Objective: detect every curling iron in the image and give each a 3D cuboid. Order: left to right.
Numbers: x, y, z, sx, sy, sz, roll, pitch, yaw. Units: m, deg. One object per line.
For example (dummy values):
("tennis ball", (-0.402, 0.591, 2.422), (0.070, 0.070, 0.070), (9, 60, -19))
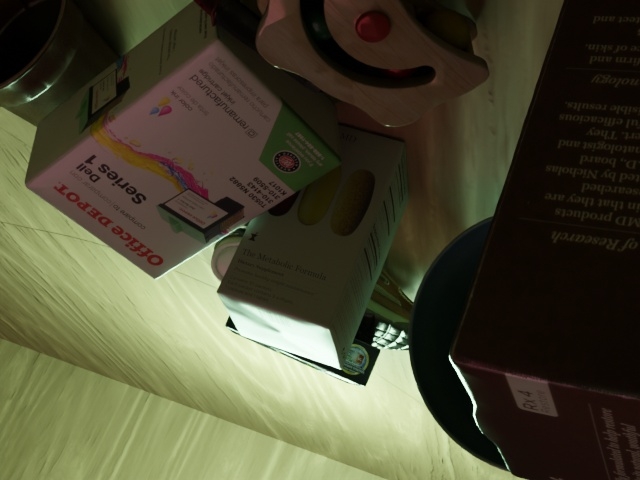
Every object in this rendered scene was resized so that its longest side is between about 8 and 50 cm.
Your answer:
("curling iron", (-0.100, -0.221, 0.834), (0.274, 0.035, 0.068), (43, -173, 10))

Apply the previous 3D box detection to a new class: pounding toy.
("pounding toy", (0.022, -0.232, 0.773), (0.269, 0.155, 0.154), (25, 130, -26))

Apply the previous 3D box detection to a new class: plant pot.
("plant pot", (-0.310, -0.198, 1.060), (0.166, 0.167, 0.165), (8, 159, 32))
("plant pot", (0.270, 0.118, 1.068), (0.290, 0.290, 0.195), (13, 179, 23))

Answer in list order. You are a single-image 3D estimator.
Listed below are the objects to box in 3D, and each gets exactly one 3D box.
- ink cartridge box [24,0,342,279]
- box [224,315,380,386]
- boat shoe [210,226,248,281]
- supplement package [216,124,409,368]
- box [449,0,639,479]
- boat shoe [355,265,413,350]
("ink cartridge box", (-0.148, -0.105, 0.984), (0.278, 0.117, 0.201), (-31, 129, 23))
("box", (-0.032, 0.152, 1.382), (0.216, 0.060, 0.270), (23, 172, 1))
("boat shoe", (-0.015, 0.059, 1.433), (0.319, 0.116, 0.099), (21, -159, -9))
("supplement package", (0.000, 0.000, 1.061), (0.139, 0.244, 0.134), (16, 156, 16))
("box", (0.218, -0.037, 0.600), (0.143, 0.382, 0.191), (10, 153, 29))
("boat shoe", (0.053, 0.064, 1.312), (0.324, 0.120, 0.122), (30, 151, -35))
